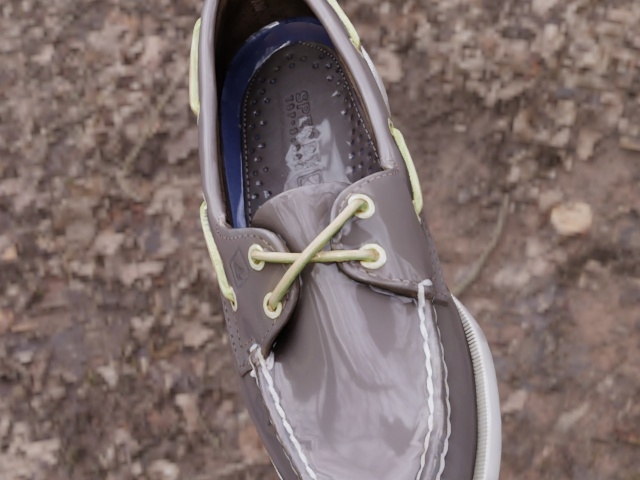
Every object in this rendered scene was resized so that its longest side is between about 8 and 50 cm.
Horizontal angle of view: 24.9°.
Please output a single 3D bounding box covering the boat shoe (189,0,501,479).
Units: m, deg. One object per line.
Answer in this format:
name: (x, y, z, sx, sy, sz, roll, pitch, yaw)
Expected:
boat shoe: (0.000, 0.000, 0.677, 0.117, 0.096, 0.324, -20, 52, 11)
